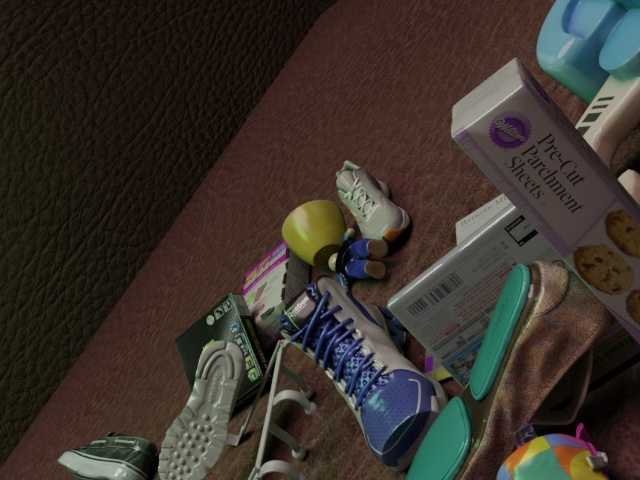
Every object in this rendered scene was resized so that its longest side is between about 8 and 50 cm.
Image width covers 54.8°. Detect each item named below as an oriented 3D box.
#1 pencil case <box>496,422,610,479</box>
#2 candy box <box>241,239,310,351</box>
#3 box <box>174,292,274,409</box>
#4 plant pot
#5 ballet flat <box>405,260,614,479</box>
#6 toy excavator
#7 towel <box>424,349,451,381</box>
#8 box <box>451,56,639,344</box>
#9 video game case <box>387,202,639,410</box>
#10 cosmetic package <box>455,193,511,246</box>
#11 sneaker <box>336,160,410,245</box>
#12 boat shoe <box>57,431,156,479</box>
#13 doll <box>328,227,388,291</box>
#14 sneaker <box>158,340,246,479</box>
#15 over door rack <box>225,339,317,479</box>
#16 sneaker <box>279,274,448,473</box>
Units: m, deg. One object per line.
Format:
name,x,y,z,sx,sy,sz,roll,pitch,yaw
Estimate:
pencil case,0.216,0.242,0.451,0.104,0.104,0.236,-46,23,11
candy box,-0.099,0.115,1.295,0.159,0.071,0.233,-41,23,25
box,-0.189,0.229,1.195,0.184,0.045,0.191,-38,61,24
plant pot,0.000,0.000,1.241,0.134,0.134,0.095,-43,47,18
ballet flat,0.178,0.171,0.587,0.108,0.106,0.316,-73,3,-64
toy excavator,0.375,-0.199,0.749,0.445,0.222,0.433,-58,17,17
towel,0.163,0.151,0.814,0.060,0.009,0.083,-32,29,36
box,0.232,-0.002,0.500,0.067,0.324,0.063,-36,20,30
video game case,0.208,0.070,0.614,0.212,0.193,0.023,-42,6,21
cosmetic package,0.235,0.042,0.749,0.117,0.085,0.231,-36,27,31
sneaker,0.082,-0.072,1.177,0.099,0.121,0.262,-45,23,11
boat shoe,-0.466,0.493,1.380,0.335,0.121,0.119,-11,35,42
doll,0.058,0.041,1.125,0.189,0.046,0.129,174,104,-68
sneaker,-0.174,0.274,0.965,0.095,0.090,0.235,96,-163,-76
over door rack,-0.091,0.323,0.930,0.324,0.108,0.240,-53,16,35
sneaker,0.034,0.152,0.819,0.128,0.182,0.315,-54,19,12
